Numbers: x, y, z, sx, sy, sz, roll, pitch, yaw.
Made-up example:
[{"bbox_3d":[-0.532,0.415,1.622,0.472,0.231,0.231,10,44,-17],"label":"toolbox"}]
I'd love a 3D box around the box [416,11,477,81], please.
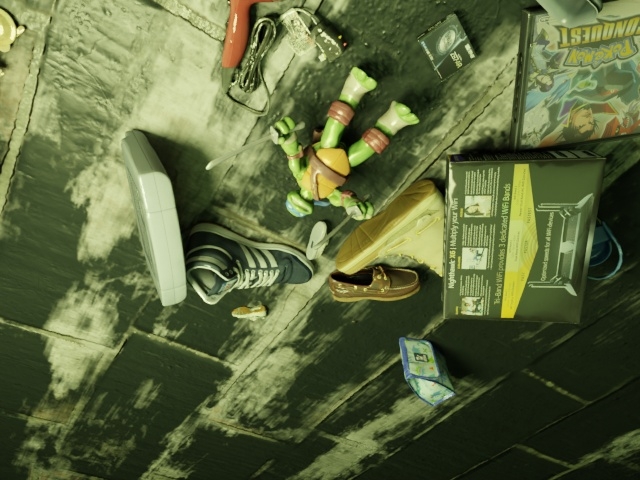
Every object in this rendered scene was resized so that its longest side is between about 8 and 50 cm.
[{"bbox_3d":[0.205,-0.312,0.727,0.067,0.018,0.083,-30,123,21],"label":"box"}]

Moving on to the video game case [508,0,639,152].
[{"bbox_3d":[0.470,-0.277,0.752,0.275,0.035,0.248,-8,128,5],"label":"video game case"}]

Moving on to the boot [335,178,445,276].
[{"bbox_3d":[0.182,0.021,0.941,0.262,0.095,0.203,-41,119,15],"label":"boot"}]

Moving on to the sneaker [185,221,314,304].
[{"bbox_3d":[-0.147,0.070,0.935,0.283,0.153,0.099,20,126,-16],"label":"sneaker"}]

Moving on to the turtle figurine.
[{"bbox_3d":[0.024,-0.134,0.729,0.266,0.198,0.275,-52,157,13],"label":"turtle figurine"}]

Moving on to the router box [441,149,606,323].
[{"bbox_3d":[0.351,-0.003,0.818,0.243,0.081,0.308,1,111,11],"label":"router box"}]

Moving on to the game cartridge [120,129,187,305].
[{"bbox_3d":[-0.303,-0.029,0.828,0.060,0.196,0.293,-13,132,-22],"label":"game cartridge"}]

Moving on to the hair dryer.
[{"bbox_3d":[-0.118,-0.333,0.664,0.224,0.080,0.293,-28,123,20],"label":"hair dryer"}]

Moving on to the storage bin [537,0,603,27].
[{"bbox_3d":[0.351,-0.382,0.616,0.135,0.098,0.091,36,98,-11],"label":"storage bin"}]

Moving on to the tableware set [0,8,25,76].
[{"bbox_3d":[-0.551,-0.333,0.686,0.141,0.020,0.168,-36,116,18],"label":"tableware set"}]

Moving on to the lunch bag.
[{"bbox_3d":[0.267,0.334,1.171,0.151,0.128,0.096,35,118,-23],"label":"lunch bag"}]

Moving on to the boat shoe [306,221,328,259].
[{"bbox_3d":[0.000,0.000,0.964,0.035,0.035,0.100,-6,130,-33],"label":"boat shoe"}]

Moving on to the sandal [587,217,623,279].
[{"bbox_3d":[0.501,-0.029,0.887,0.318,0.138,0.126,34,122,-23],"label":"sandal"}]

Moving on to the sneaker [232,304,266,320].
[{"bbox_3d":[-0.174,0.184,1.102,0.084,0.031,0.036,-4,128,2],"label":"sneaker"}]

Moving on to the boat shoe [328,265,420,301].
[{"bbox_3d":[0.121,0.093,1.011,0.207,0.073,0.073,-8,130,4],"label":"boat shoe"}]
